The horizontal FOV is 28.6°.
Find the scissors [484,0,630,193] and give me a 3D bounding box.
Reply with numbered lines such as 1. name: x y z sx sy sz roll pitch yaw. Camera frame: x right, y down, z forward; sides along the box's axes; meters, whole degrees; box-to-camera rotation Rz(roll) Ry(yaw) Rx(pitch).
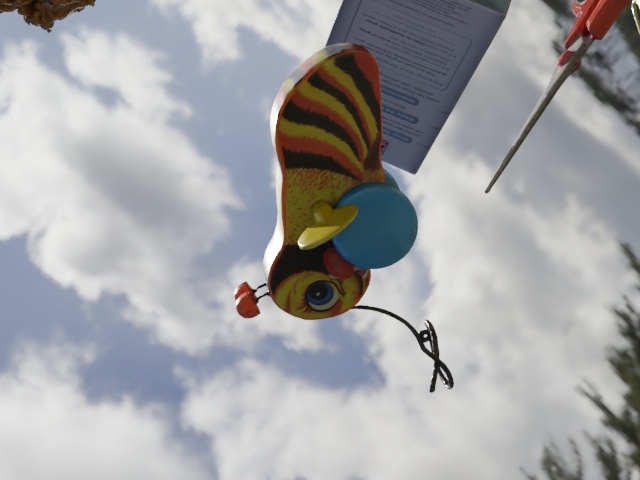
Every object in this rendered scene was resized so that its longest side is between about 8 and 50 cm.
1. scissors: 0.198 -0.151 0.942 0.021 0.109 0.297 42 -131 -10

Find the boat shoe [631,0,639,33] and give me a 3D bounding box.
1. boat shoe: 0.440 -0.174 1.389 0.305 0.109 0.091 66 162 8

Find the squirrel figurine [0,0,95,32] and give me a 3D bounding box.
1. squirrel figurine: -0.345 -0.391 1.228 0.370 0.397 0.281 -4 -141 -50

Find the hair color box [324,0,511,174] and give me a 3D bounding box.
1. hair color box: 0.104 -0.249 1.617 0.185 0.374 0.113 22 -120 -2

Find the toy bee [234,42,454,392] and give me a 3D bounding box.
1. toy bee: 0.000 0.000 1.023 0.195 0.162 0.298 117 137 -85
